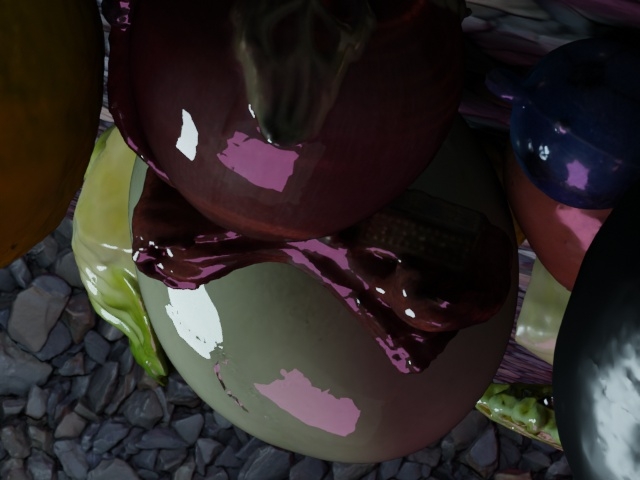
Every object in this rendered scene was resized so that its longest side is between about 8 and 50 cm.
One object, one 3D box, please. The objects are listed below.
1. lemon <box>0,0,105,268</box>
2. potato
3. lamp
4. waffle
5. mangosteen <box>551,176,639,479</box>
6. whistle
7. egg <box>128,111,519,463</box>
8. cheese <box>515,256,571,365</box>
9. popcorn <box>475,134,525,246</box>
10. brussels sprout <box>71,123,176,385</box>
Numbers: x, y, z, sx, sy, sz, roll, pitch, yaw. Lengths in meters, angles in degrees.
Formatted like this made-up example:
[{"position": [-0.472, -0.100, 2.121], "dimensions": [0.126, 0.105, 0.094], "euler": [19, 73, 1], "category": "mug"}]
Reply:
[{"position": [-0.228, -0.091, 0.782], "dimensions": [0.284, 0.260, 0.260], "euler": [32, -179, 32], "category": "lemon"}, {"position": [0.159, -0.023, 0.921], "dimensions": [0.112, 0.112, 0.147], "euler": [15, 165, 36], "category": "potato"}, {"position": [0.003, -0.062, 0.762], "dimensions": [0.215, 0.151, 0.223], "euler": [21, 151, 8], "category": "lamp"}, {"position": [0.243, 0.157, 1.299], "dimensions": [0.208, 0.054, 0.214], "euler": [20, 178, -26], "category": "waffle"}, {"position": [0.256, 0.053, 0.747], "dimensions": [0.275, 0.275, 0.302], "euler": [14, -159, 38], "category": "mangosteen"}, {"position": [0.149, -0.050, 0.803], "dimensions": [0.158, 0.090, 0.090], "euler": [21, 173, -15], "category": "whistle"}, {"position": [0.000, 0.000, 0.954], "dimensions": [0.219, 0.219, 0.269], "euler": [29, -159, -53], "category": "egg"}, {"position": [0.304, 0.079, 1.223], "dimensions": [0.265, 0.124, 0.242], "euler": [16, 178, 23], "category": "cheese"}, {"position": [0.092, -0.020, 1.115], "dimensions": [0.120, 0.106, 0.116], "euler": [12, 160, 47], "category": "popcorn"}, {"position": [-0.051, 0.010, 1.229], "dimensions": [0.259, 0.227, 0.294], "euler": [11, 164, 39], "category": "brussels sprout"}]
